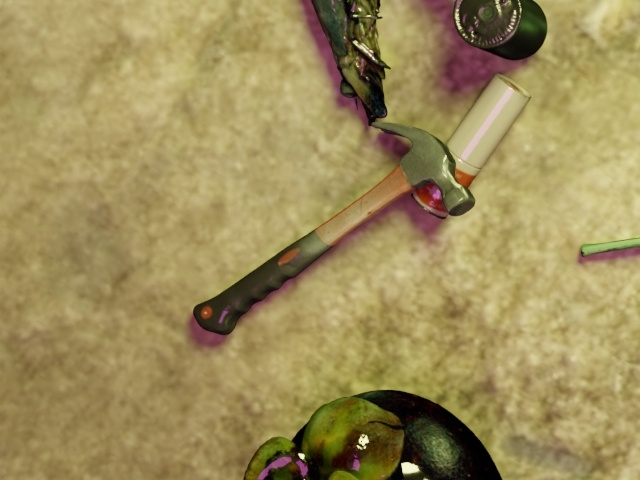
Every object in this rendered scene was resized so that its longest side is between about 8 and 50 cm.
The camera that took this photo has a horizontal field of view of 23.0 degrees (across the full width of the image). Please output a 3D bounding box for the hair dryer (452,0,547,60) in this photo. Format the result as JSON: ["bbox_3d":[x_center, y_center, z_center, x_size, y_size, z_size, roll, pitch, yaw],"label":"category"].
[{"bbox_3d":[0.104,-0.229,1.307,0.057,0.100,0.197,-46,76,14],"label":"hair dryer"}]

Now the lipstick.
[{"bbox_3d":[0.129,-0.081,1.357,0.038,0.038,0.130,34,108,-2],"label":"lipstick"}]

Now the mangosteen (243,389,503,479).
[{"bbox_3d":[0.045,0.239,1.363,0.243,0.243,0.242,2,106,8],"label":"mangosteen"}]

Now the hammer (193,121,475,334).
[{"bbox_3d":[0.000,0.000,1.385,0.288,0.033,0.111,-37,64,22],"label":"hammer"}]

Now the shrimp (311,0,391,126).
[{"bbox_3d":[0.053,-0.211,1.277,0.051,0.198,0.261,-23,111,-32],"label":"shrimp"}]

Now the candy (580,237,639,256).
[{"bbox_3d":[0.352,-0.011,1.340,0.262,0.073,0.077,-9,86,18],"label":"candy"}]
